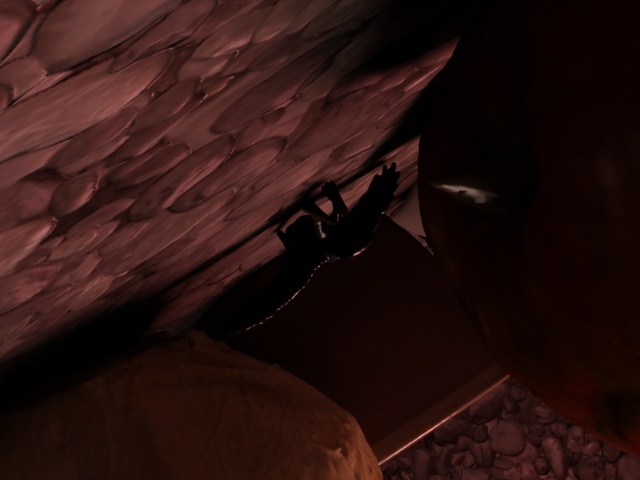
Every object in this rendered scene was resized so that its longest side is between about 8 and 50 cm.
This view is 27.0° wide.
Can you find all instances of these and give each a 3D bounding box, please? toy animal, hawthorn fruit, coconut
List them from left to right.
[{"bbox_3d":[-0.129,0.245,1.054,0.405,0.404,0.404,-34,173,-5],"label":"coconut"},{"bbox_3d":[0.000,0.000,1.054,0.220,0.062,0.108,-43,178,-28],"label":"toy animal"},{"bbox_3d":[0.233,-0.043,0.716,0.403,0.402,0.403,-34,173,-5],"label":"hawthorn fruit"}]

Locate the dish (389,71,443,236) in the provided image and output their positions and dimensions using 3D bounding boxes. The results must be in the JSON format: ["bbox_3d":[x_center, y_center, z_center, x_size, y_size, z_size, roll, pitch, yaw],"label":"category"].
[{"bbox_3d":[0.147,-0.074,1.015,0.151,0.077,0.212,-31,160,-24],"label":"dish"}]

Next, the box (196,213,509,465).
[{"bbox_3d":[0.022,0.120,1.341,0.301,0.216,0.301,-33,171,-6],"label":"box"}]

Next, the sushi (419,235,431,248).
[{"bbox_3d":[0.231,0.020,1.415,0.171,0.270,0.236,-36,180,12],"label":"sushi"}]
